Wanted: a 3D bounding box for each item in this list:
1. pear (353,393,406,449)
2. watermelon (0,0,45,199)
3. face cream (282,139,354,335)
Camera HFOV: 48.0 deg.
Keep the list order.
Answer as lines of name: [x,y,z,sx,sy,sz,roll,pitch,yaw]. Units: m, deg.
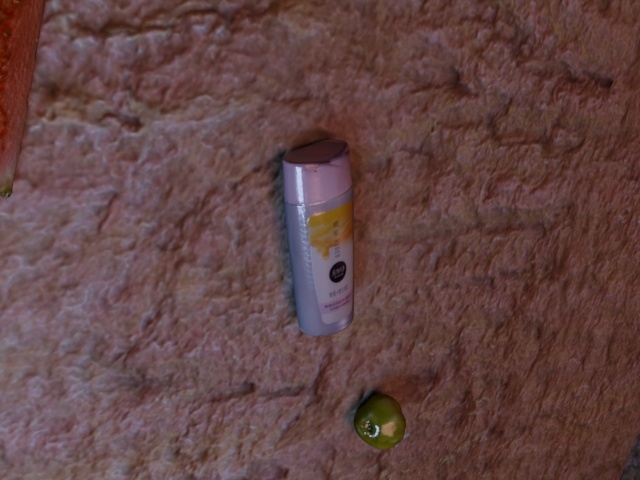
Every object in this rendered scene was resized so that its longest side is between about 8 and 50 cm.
pear: [0.101,0.312,1.222,0.097,0.092,0.092,-11,117,-37]
watermelon: [-0.303,-0.172,0.614,0.159,0.128,0.304,4,108,-41]
face cream: [0.000,0.000,0.994,0.107,0.073,0.269,-26,125,-38]
